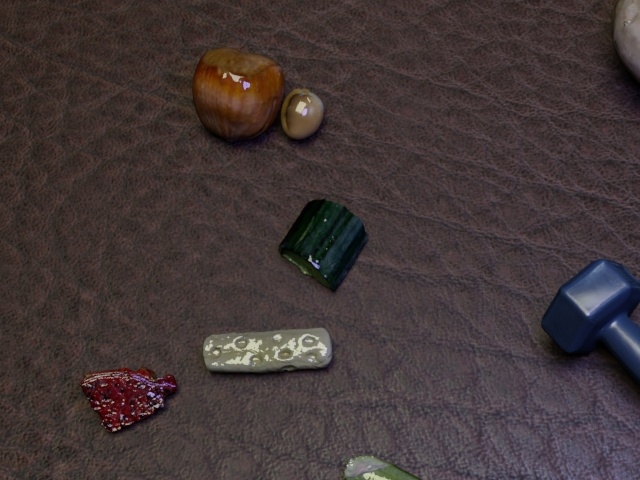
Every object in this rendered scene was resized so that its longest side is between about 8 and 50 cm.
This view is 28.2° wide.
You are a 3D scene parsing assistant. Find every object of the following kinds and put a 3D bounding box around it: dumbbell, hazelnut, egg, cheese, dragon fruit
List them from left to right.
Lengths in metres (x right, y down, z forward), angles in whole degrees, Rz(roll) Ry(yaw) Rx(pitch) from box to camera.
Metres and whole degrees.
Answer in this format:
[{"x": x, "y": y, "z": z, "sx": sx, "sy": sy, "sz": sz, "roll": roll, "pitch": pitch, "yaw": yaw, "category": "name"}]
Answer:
[{"x": -0.283, "y": 0.218, "z": 1.899, "sx": 0.131, "sy": 0.063, "sz": 0.097, "roll": -24, "pitch": 95, "yaw": -5, "category": "dragon fruit"}, {"x": -0.134, "y": -0.238, "z": 2.069, "sx": 0.150, "sy": 0.150, "sz": 0.150, "roll": -3, "pitch": 62, "yaw": 6, "category": "hazelnut"}, {"x": -0.078, "y": 0.165, "z": 1.892, "sx": 0.194, "sy": 0.043, "sz": 0.065, "roll": -2, "pitch": 61, "yaw": 6, "category": "cheese"}, {"x": -0.031, "y": -0.202, "z": 2.062, "sx": 0.071, "sy": 0.071, "sz": 0.083, "roll": 18, "pitch": 82, "yaw": 16, "category": "egg"}, {"x": 0.455, "y": 0.175, "z": 1.756, "sx": 0.144, "sy": 0.156, "sz": 0.316, "roll": -20, "pitch": 57, "yaw": -37, "category": "dumbbell"}]

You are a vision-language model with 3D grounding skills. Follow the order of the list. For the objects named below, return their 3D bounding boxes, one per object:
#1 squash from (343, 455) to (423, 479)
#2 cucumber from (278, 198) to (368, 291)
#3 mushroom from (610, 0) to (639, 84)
[{"x": 0.134, "y": 0.364, "z": 1.745, "sx": 0.239, "sy": 0.069, "sz": 0.069, "roll": 26, "pitch": 69, "yaw": 19, "category": "squash"}, {"x": 0.000, "y": 0.000, "z": 1.958, "sx": 0.116, "sy": 0.062, "sz": 0.115, "roll": 27, "pitch": 66, "yaw": 18, "category": "cucumber"}, {"x": 0.590, "y": -0.355, "z": 1.929, "sx": 0.292, "sy": 0.290, "sz": 0.292, "roll": -1, "pitch": 62, "yaw": 2, "category": "mushroom"}]
